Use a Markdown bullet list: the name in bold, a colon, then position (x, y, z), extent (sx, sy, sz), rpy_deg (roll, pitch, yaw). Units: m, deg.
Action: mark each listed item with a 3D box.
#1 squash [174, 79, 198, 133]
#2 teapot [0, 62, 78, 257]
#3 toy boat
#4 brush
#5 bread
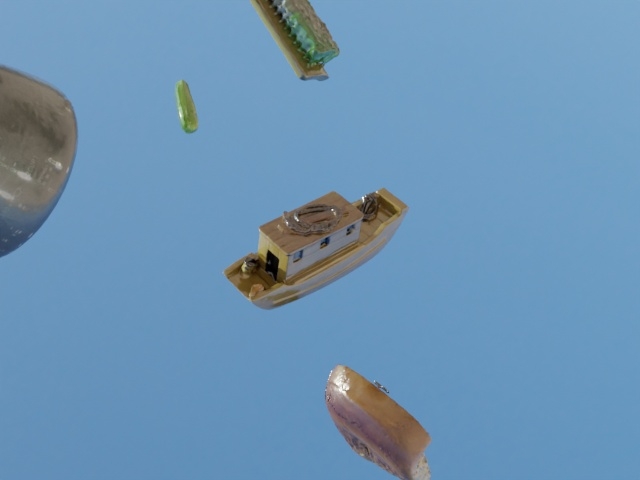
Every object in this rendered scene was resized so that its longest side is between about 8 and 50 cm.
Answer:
- **squash**: position (-0.174, -0.174, 2.124), extent (0.027, 0.027, 0.089), rpy_deg (13, -135, -36)
- **teapot**: position (-0.414, -0.150, 1.830), extent (0.285, 0.305, 0.223), rpy_deg (28, -151, -37)
- **toy boat**: position (0.000, 0.000, 1.532), extent (0.200, 0.077, 0.057), rpy_deg (-26, -130, -34)
- **brush**: position (-0.069, -0.293, 1.789), extent (0.282, 0.048, 0.054), rpy_deg (56, -159, 14)
- **bread**: position (0.054, 0.191, 1.628), extent (0.129, 0.126, 0.044), rpy_deg (30, -118, 32)
